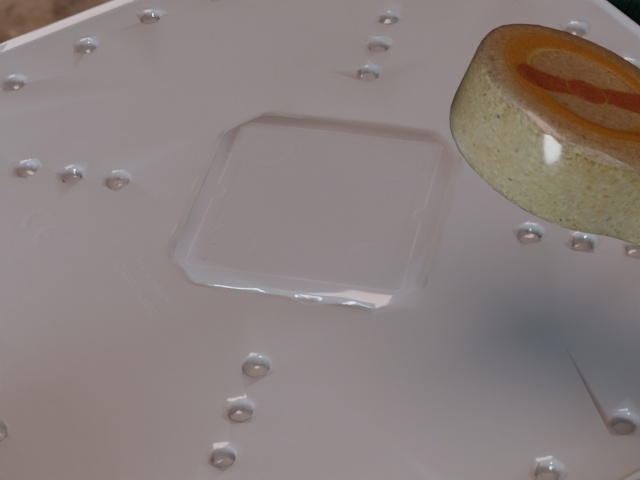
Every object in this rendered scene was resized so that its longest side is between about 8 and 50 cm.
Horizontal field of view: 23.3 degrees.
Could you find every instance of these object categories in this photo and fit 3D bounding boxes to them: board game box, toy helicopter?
[{"bbox_3d":[0.000,0.000,0.706,0.390,0.050,0.390,-25,48,-18],"label":"board game box"},{"bbox_3d":[0.211,0.018,0.534,0.355,0.140,0.235,30,36,4],"label":"toy helicopter"}]

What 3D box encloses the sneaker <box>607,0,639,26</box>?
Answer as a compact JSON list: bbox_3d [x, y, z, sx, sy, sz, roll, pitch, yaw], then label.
[{"bbox_3d":[0.221,-0.103,0.774,0.178,0.124,0.295,5,63,19],"label":"sneaker"}]
